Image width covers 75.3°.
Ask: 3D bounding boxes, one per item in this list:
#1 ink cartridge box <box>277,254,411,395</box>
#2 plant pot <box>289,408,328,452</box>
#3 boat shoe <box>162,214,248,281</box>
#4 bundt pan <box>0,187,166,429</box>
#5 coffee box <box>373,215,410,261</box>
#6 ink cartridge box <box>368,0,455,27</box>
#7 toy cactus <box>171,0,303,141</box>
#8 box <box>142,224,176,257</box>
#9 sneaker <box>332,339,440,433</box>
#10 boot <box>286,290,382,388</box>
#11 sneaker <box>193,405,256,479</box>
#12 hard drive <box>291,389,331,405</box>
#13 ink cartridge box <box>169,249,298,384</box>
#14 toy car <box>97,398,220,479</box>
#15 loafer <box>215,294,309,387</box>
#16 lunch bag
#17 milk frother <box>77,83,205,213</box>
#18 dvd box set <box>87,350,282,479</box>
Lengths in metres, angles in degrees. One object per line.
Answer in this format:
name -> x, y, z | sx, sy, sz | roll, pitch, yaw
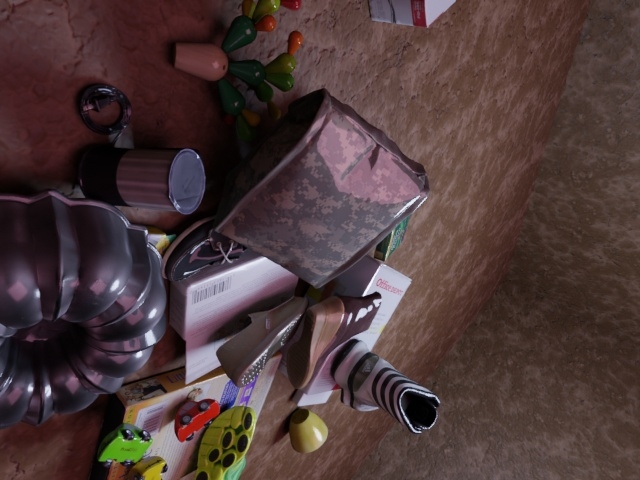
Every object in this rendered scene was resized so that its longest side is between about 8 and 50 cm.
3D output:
ink cartridge box -> 0.067, 0.220, 1.183 | 0.385, 0.160, 0.279 | -59, 148, 2
plant pot -> -0.053, 0.631, 1.409 | 0.134, 0.134, 0.095 | -33, 113, -33
boat shoe -> -0.176, 0.004, 0.739 | 0.233, 0.079, 0.084 | -36, 147, -42
bundt pan -> -0.346, 0.110, 0.514 | 0.330, 0.124, 0.331 | -23, 138, -22
coffee box -> 0.222, -0.020, 1.266 | 0.184, 0.040, 0.113 | -35, 142, -55
ink cartridge box -> 0.173, -0.466, 0.793 | 0.099, 0.135, 0.056 | -48, 143, -17
toy cactus -> -0.123, -0.261, 0.613 | 0.180, 0.112, 0.219 | 1, 133, -29
box -> -0.314, 0.027, 0.631 | 0.179, 0.043, 0.105 | 4, 112, -52
sneaker -> 0.195, 0.460, 1.171 | 0.169, 0.257, 0.448 | -49, 149, -14
boot -> 0.037, 0.235, 0.976 | 0.206, 0.090, 0.249 | -4, 124, -37
sneaker -> -0.233, 0.516, 0.993 | 0.123, 0.109, 0.296 | -25, 139, -80
hard drive -> 0.041, 0.418, 1.421 | 0.308, 0.040, 0.203 | -59, 147, 1
ink cartridge box -> -0.171, 0.131, 0.882 | 0.296, 0.066, 0.261 | -21, 135, -43
toy car -> -0.324, 0.377, 0.774 | 0.239, 0.053, 0.225 | -52, 147, -11
loafer -> -0.114, 0.185, 0.866 | 0.268, 0.092, 0.102 | -39, 158, -55
lunch bag -> 0.003, -0.086, 0.680 | 0.235, 0.169, 0.287 | 32, 129, -29
milk frother -> -0.232, -0.117, 0.536 | 0.143, 0.134, 0.129 | 79, 21, -50
dvd box set -> -0.293, 0.417, 0.958 | 0.420, 0.062, 0.308 | -2, 118, -53
